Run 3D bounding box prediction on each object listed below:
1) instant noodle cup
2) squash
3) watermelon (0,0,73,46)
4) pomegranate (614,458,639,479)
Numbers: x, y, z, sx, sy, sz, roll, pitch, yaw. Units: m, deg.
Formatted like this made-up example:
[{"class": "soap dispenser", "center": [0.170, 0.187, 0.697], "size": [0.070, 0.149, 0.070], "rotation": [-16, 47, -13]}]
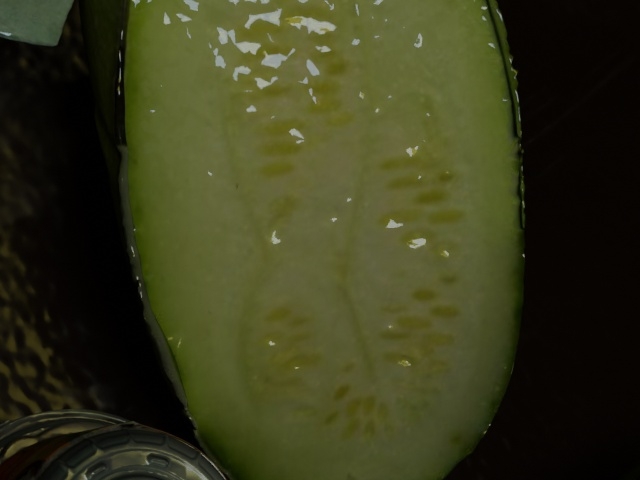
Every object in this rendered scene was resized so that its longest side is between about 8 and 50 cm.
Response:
[{"class": "instant noodle cup", "center": [-0.116, 0.171, 0.975], "size": [0.208, 0.125, 0.178], "rotation": [3, 76, -24]}, {"class": "squash", "center": [0.000, 0.000, 1.031], "size": [0.233, 0.210, 0.309], "rotation": [-8, 75, -15]}, {"class": "watermelon", "center": [-0.174, -0.315, 0.995], "size": [0.228, 0.258, 0.387], "rotation": [22, 55, -37]}, {"class": "pomegranate", "center": [0.205, 0.252, 1.062], "size": [0.306, 0.242, 0.242], "rotation": [-22, 86, -8]}]
